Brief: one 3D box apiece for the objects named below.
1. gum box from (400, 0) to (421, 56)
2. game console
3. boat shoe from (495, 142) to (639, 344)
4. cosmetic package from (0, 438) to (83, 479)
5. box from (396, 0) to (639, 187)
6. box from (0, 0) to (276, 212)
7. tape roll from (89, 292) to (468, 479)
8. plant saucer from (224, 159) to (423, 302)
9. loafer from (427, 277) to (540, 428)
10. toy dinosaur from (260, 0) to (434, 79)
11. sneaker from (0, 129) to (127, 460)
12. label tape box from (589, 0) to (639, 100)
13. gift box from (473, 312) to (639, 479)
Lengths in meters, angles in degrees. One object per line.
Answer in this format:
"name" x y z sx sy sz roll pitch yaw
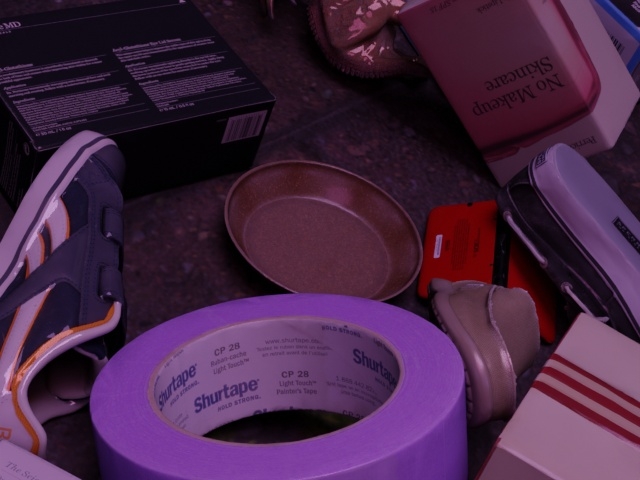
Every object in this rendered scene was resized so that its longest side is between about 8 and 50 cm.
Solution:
"gum box" 0.188 -0.253 1.601 0.157 0.041 0.184 -4 48 -27
"game console" 0.170 0.034 1.306 0.124 0.085 0.144 -6 38 16
"boat shoe" 0.283 0.056 1.258 0.306 0.105 0.113 51 35 2
"cosmetic package" -0.169 0.283 0.798 0.224 0.138 0.225 27 42 7
"box" 0.215 -0.198 1.392 0.232 0.148 0.127 56 40 -16
"box" -0.206 -0.138 1.264 0.261 0.103 0.184 -16 56 -35
"tape roll" -0.029 0.138 0.963 0.274 0.090 0.275 -3 23 1
"plant saucer" 0.000 0.000 1.252 0.198 0.036 0.199 11 42 -11
"loafer" 0.141 0.081 1.095 0.092 0.102 0.268 -8 13 2
"toy dinosaur" 0.026 -0.269 1.498 0.200 0.127 0.296 -10 62 -22
"sneaker" -0.208 0.048 1.048 0.127 0.126 0.321 20 51 5
"label tape box" 0.452 -0.318 1.730 0.347 0.115 0.249 -15 52 -33
"gift box" 0.214 0.251 0.914 0.258 0.255 0.276 29 36 12
